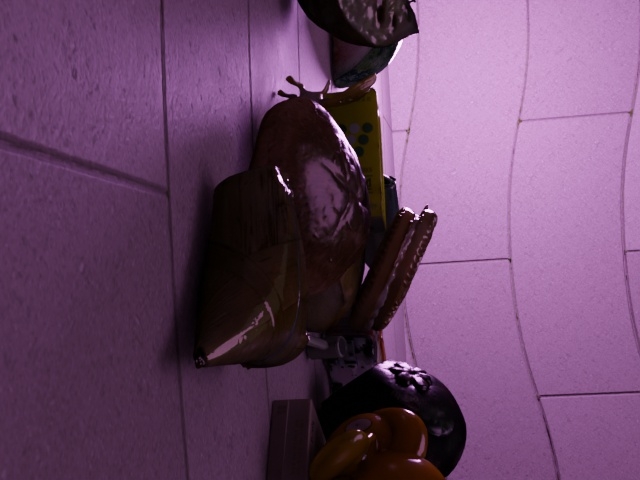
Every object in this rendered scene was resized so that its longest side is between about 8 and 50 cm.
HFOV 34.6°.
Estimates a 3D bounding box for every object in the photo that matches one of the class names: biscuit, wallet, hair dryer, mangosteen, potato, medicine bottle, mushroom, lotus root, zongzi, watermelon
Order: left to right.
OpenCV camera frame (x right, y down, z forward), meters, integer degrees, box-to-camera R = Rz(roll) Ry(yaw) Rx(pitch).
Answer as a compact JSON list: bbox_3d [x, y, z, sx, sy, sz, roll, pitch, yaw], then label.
[{"bbox_3d":[-0.093,0.025,1.094,0.256,0.115,0.228,11,72,-70],"label":"zongzi"},{"bbox_3d":[-0.012,-0.061,1.441,0.278,0.146,0.278,7,82,-59],"label":"mushroom"},{"bbox_3d":[-0.011,0.171,1.706,0.124,0.063,0.037,27,59,-56],"label":"hair dryer"},{"bbox_3d":[0.000,0.000,1.642,0.255,0.112,0.269,44,41,-75],"label":"potato"},{"bbox_3d":[0.025,-0.477,1.812,0.260,0.149,0.267,35,-31,60],"label":"lotus root"},{"bbox_3d":[0.044,-0.136,1.866,0.141,0.137,0.250,65,22,-78],"label":"medicine bottle"},{"bbox_3d":[0.103,-0.459,2.362,0.176,0.256,0.260,42,-1,24],"label":"watermelon"},{"bbox_3d":[0.102,-0.049,2.119,0.290,0.054,0.251,-128,-155,-60],"label":"wallet"},{"bbox_3d":[0.110,0.347,1.812,0.233,0.287,0.287,50,7,5],"label":"mangosteen"},{"bbox_3d":[0.129,0.051,1.830,0.259,0.079,0.259,25,90,-87],"label":"biscuit"}]

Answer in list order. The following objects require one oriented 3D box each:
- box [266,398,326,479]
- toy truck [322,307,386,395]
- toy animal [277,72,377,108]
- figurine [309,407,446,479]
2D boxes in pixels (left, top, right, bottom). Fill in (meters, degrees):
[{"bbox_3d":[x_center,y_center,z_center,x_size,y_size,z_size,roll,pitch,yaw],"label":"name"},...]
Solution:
[{"bbox_3d":[-0.033,0.341,1.437,0.141,0.058,0.201,75,15,-51],"label":"box"},{"bbox_3d":[0.076,0.244,1.991,0.135,0.114,0.270,-77,162,-50],"label":"toy truck"},{"bbox_3d":[-0.035,-0.206,1.615,0.219,0.155,0.095,-51,-127,37],"label":"toy animal"},{"bbox_3d":[0.087,0.342,1.412,0.228,0.215,0.215,45,-7,21],"label":"figurine"}]
